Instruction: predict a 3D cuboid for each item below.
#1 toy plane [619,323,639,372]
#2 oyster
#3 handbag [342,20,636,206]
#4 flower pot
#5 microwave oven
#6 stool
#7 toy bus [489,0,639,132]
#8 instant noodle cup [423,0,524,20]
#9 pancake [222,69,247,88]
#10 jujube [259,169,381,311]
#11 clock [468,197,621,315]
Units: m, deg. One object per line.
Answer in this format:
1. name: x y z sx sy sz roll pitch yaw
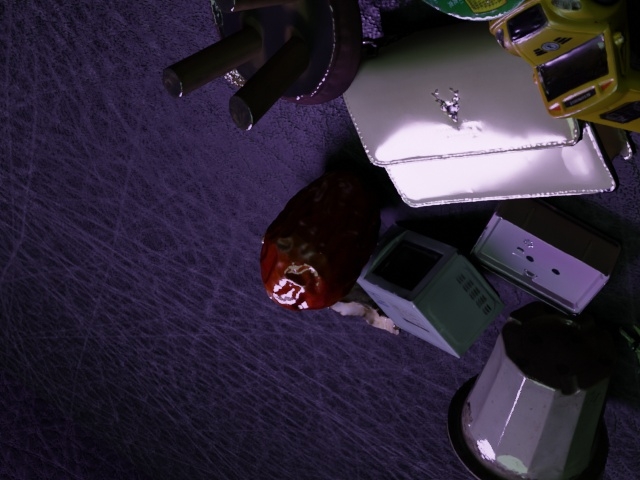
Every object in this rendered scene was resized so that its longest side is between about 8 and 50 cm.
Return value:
1. toy plane: 0.515 0.175 2.073 0.102 0.040 0.111 35 154 33
2. oyster: 0.038 0.060 2.254 0.341 0.110 0.166 38 171 -22
3. handbag: 0.219 -0.177 1.709 0.358 0.160 0.237 -3 127 45
4. flower pot: 0.361 0.245 2.134 0.290 0.290 0.259 22 135 15
5. microwave oven: 0.171 0.076 2.094 0.162 0.122 0.208 47 169 -27
6. stool: -0.092 -0.287 1.722 0.272 0.178 0.272 32 136 38
7. toy bus: 0.350 -0.203 1.451 0.331 0.151 0.145 7 164 -31
8. instant noodle cup: 0.194 -0.371 1.351 0.207 0.232 0.207 28 143 24
9. pancake: -0.118 -0.262 2.016 0.108 0.017 0.108 23 152 13
10. jujube: 0.000 0.000 2.067 0.174 0.250 0.174 18 145 13
11. clock: 0.336 0.016 1.967 0.192 0.071 0.147 29 150 4
